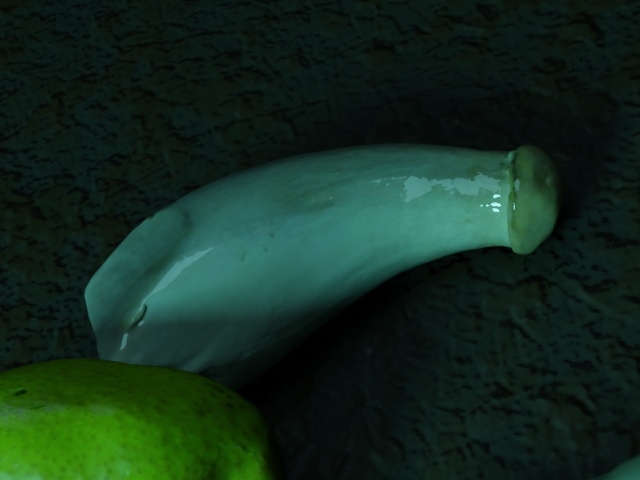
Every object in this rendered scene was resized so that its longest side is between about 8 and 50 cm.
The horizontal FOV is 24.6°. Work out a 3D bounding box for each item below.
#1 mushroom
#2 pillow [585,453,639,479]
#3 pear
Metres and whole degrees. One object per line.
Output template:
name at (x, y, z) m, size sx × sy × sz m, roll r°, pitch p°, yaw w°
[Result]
mushroom at (0.000, 0.000, 0.826) m, size 0.270 × 0.103 × 0.118 m, roll -25°, pitch 49°, yaw -1°
pillow at (0.193, 0.195, 0.577) m, size 0.312 × 0.119 × 0.310 m, roll -28°, pitch 53°, yaw 4°
pear at (-0.119, 0.148, 0.717) m, size 0.220 × 0.187 × 0.187 m, roll -16°, pitch 51°, yaw 10°
